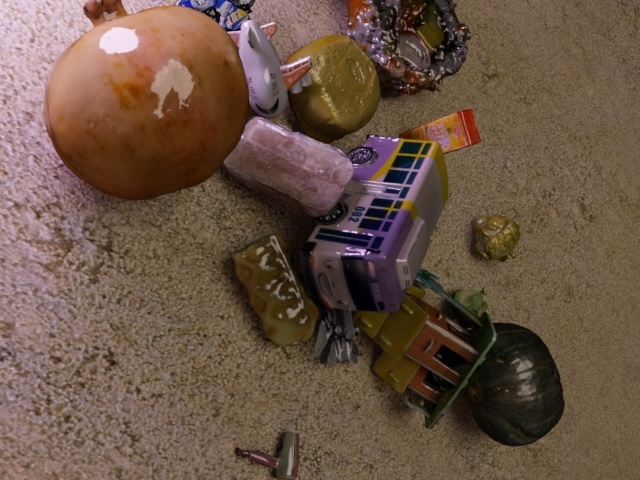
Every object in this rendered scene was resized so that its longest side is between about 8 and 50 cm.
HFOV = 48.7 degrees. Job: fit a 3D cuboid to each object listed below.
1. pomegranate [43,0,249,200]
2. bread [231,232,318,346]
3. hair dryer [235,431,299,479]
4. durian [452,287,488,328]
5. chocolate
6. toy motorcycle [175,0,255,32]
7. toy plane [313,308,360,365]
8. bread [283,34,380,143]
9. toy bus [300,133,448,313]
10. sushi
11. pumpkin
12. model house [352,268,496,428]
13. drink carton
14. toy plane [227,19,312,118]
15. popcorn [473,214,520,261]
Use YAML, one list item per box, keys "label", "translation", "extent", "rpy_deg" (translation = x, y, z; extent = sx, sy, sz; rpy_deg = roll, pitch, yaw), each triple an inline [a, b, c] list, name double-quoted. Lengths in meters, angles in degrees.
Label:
- label: "pomegranate"
  translation: [-0.333, -0.288, 1.379]
  extent: [0.411, 0.411, 0.412]
  rpy_deg: [6, 79, -34]
- label: "bread"
  translation: [-0.099, 0.118, 1.636]
  extent: [0.152, 0.130, 0.268]
  rpy_deg: [-32, 102, -37]
- label: "hair dryer"
  translation: [-0.120, 0.488, 1.612]
  extent: [0.154, 0.054, 0.106]
  rpy_deg: [13, 71, -29]
- label: "durian"
  translation: [0.423, 0.188, 2.001]
  extent: [0.215, 0.100, 0.086]
  rpy_deg: [-63, 150, -62]
- label: "chocolate"
  translation: [-0.078, -0.161, 1.643]
  extent: [0.303, 0.100, 0.185]
  rpy_deg: [25, 55, 16]
- label: "toy motorcycle"
  translation: [-0.257, -0.491, 1.637]
  extent: [0.315, 0.113, 0.169]
  rpy_deg: [-36, 113, -25]
- label: "toy plane"
  translation: [0.040, 0.173, 1.748]
  extent: [0.212, 0.088, 0.267]
  rpy_deg: [13, 71, -57]
- label: "bread"
  translation: [0.030, -0.386, 1.798]
  extent: [0.269, 0.148, 0.270]
  rpy_deg: [6, 81, -38]
- label: "toy bus"
  translation: [0.144, -0.039, 1.693]
  extent: [0.440, 0.249, 0.209]
  rpy_deg: [-59, 147, -38]
- label: "sushi"
  translation: [0.244, -0.594, 1.963]
  extent: [0.417, 0.176, 0.418]
  rpy_deg: [6, 79, -34]
- label: "pumpkin"
  translation: [0.513, 0.390, 1.937]
  extent: [0.257, 0.291, 0.328]
  rpy_deg: [-11, 101, -14]
- label: "model house"
  translation: [0.236, 0.238, 1.863]
  extent: [0.323, 0.340, 0.300]
  rpy_deg: [32, 104, -3]
- label: "drink carton"
  translation: [0.325, -0.282, 1.941]
  extent: [0.071, 0.223, 0.096]
  rpy_deg: [-19, 94, -37]
- label: "toy plane"
  translation: [-0.138, -0.389, 1.635]
  extent: [0.244, 0.244, 0.117]
  rpy_deg: [37, 26, -25]
- label: "popcorn"
  translation: [0.526, -0.006, 2.094]
  extent: [0.162, 0.135, 0.141]
  rpy_deg: [56, 34, -1]
